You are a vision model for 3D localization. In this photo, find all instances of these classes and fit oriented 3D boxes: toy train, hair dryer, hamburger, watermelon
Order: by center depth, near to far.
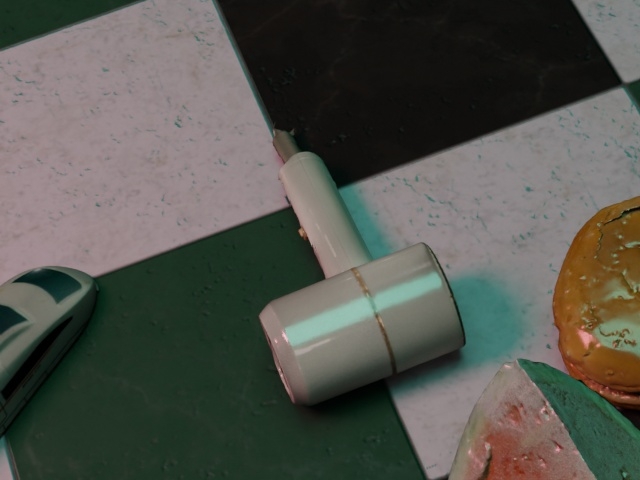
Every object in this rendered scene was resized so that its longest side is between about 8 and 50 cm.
[{"bbox_3d":[0.220,0.243,1.469,0.224,0.180,0.305,-26,74,-17],"label":"watermelon"},{"bbox_3d":[0.311,0.057,1.659,0.213,0.108,0.214,-5,58,8],"label":"hamburger"},{"bbox_3d":[-0.350,0.157,1.709,0.086,0.088,0.407,22,59,25],"label":"toy train"},{"bbox_3d":[0.000,0.000,1.775,0.173,0.107,0.357,-20,44,-5],"label":"hair dryer"}]
